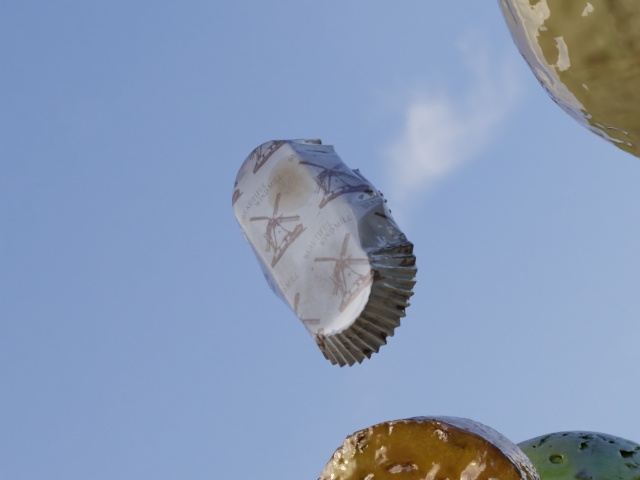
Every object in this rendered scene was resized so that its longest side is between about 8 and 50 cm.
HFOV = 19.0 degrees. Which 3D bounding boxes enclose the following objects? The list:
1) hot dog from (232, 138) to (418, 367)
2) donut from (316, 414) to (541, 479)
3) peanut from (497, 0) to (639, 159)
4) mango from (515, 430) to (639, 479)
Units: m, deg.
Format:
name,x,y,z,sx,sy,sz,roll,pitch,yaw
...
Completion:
name,x,y,z,sx,sy,sz,roll,pitch,yaw
hot dog,0.000,0.000,1.211,0.053,0.192,0.099,30,-76,-40
donut,0.046,0.118,0.805,0.108,0.097,0.043,-49,-10,23
peanut,0.078,-0.106,0.534,0.090,0.214,0.098,-23,20,15
mango,0.200,0.191,1.290,0.111,0.233,0.125,44,-133,-80
